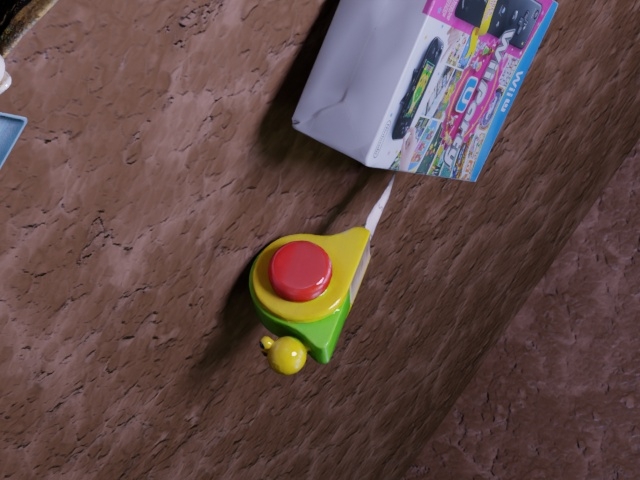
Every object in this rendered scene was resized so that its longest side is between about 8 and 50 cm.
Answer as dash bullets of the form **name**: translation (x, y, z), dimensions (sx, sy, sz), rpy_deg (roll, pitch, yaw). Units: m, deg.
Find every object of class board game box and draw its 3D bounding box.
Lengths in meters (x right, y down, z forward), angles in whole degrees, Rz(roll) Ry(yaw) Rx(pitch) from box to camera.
- **board game box**: translation (0.115, -0.185, 1.190), dimensions (0.303, 0.097, 0.224), rpy_deg (0, 116, -64)

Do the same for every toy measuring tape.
- **toy measuring tape**: translation (0.000, 0.000, 1.317), dimensions (0.121, 0.121, 0.330), rpy_deg (83, 26, -60)

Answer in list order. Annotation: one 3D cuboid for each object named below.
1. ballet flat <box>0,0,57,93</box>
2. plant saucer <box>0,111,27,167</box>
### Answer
- **ballet flat**: translation (-0.194, -0.145, 0.665), dimensions (0.348, 0.123, 0.123), rpy_deg (-50, 157, -5)
- **plant saucer**: translation (-0.277, -0.013, 0.827), dimensions (0.192, 0.018, 0.067), rpy_deg (-58, 157, 11)
